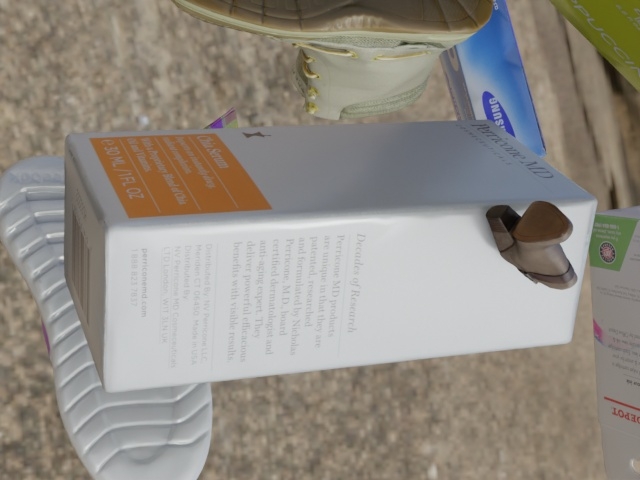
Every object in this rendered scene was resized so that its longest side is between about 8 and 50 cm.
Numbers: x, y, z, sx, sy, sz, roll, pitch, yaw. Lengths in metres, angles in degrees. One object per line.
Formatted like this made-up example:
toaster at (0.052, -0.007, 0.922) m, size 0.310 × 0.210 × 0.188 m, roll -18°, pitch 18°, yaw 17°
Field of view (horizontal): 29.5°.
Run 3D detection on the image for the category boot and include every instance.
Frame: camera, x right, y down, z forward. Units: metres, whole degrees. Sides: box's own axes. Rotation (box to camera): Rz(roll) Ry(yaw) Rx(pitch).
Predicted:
boot at (-0.009, -0.143, 0.830) m, size 0.165 × 0.213 × 0.077 m, roll 130°, pitch -38°, yaw -70°
boot at (0.192, 0.008, 1.032) m, size 0.042 × 0.118 × 0.087 m, roll -47°, pitch 116°, yaw -11°

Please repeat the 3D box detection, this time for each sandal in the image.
sandal at (-0.239, 0.099, 1.351) m, size 0.169 × 0.102 × 0.416 m, roll -17°, pitch 77°, yaw -24°

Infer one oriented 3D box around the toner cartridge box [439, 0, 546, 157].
toner cartridge box at (0.181, -0.266, 1.486) m, size 0.165 × 0.075 × 0.348 m, roll -101°, pitch 174°, yaw -81°

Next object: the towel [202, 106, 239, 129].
towel at (-0.135, -0.139, 1.647) m, size 0.083 × 0.009 × 0.060 m, roll -45°, pitch 138°, yaw -44°

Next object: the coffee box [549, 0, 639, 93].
coffee box at (0.373, -0.223, 0.798) m, size 0.337 × 0.334 × 0.338 m, roll 41°, pitch -1°, yaw -15°

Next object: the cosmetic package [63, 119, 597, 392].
cosmetic package at (0.000, 0.000, 1.151) m, size 0.230 × 0.453 × 0.162 m, roll -130°, pitch -139°, yaw -58°

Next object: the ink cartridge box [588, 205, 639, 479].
ink cartridge box at (0.445, 0.141, 1.506) m, size 0.119 × 0.207 × 0.354 m, roll -8°, pitch 99°, yaw -23°
